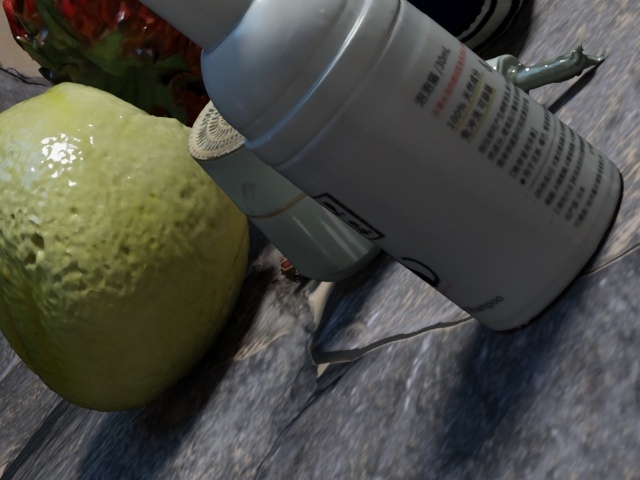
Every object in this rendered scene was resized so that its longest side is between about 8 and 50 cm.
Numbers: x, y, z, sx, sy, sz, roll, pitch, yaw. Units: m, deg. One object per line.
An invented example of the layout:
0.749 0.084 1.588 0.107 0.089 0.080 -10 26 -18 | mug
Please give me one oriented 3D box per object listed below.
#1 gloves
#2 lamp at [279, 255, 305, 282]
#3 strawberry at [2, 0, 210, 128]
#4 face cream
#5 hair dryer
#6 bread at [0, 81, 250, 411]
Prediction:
0.117 -0.217 1.765 0.140 0.131 0.218 -60 -14 11 | gloves
0.000 0.000 1.792 0.083 0.031 0.063 -55 16 -13 | lamp
-0.173 -0.282 2.036 0.312 0.267 0.351 82 -163 -59 | strawberry
0.014 -0.099 1.295 0.145 0.369 0.145 -50 14 18 | face cream
0.078 -0.084 1.578 0.357 0.173 0.108 -18 39 35 | hair dryer
-0.220 0.009 1.918 0.237 0.320 0.320 -43 6 -33 | bread
